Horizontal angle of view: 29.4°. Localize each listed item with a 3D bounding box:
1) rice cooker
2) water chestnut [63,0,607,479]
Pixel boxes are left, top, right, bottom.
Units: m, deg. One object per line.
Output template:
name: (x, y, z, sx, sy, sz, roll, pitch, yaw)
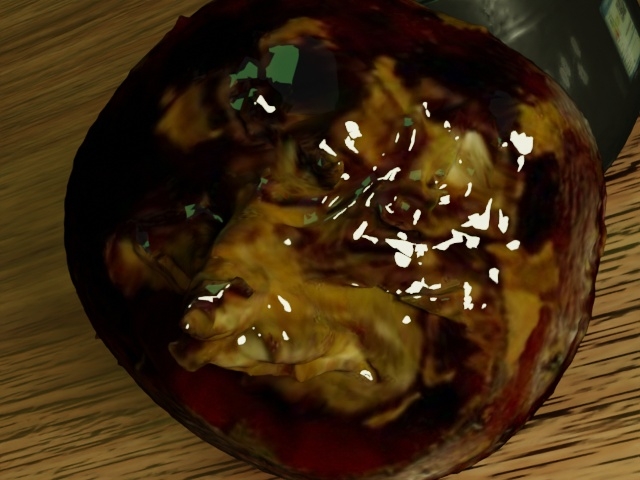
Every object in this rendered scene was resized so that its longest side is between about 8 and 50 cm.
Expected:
rice cooker: (0.124, -0.150, 0.947, 0.267, 0.224, 0.267, -24, 33, 16)
water chestnut: (0.000, 0.000, 0.731, 0.335, 0.335, 0.347, -23, -4, 14)
